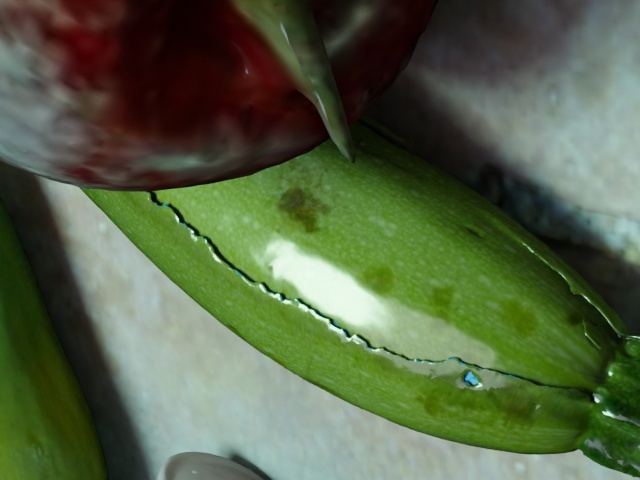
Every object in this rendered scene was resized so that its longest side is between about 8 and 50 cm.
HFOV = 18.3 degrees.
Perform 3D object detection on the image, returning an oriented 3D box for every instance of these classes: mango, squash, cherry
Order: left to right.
[{"bbox_3d":[-0.165,0.070,0.876,0.137,0.091,0.237,-20,87,43],"label":"mango"},{"bbox_3d":[-0.060,-0.146,0.620,0.300,0.203,0.230,50,141,31],"label":"cherry"},{"bbox_3d":[0.000,0.000,0.698,0.341,0.094,0.094,37,127,27],"label":"squash"}]

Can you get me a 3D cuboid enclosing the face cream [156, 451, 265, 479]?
[{"bbox_3d":[-0.055,0.187,0.838,0.084,0.057,0.198,34,126,28],"label":"face cream"}]
